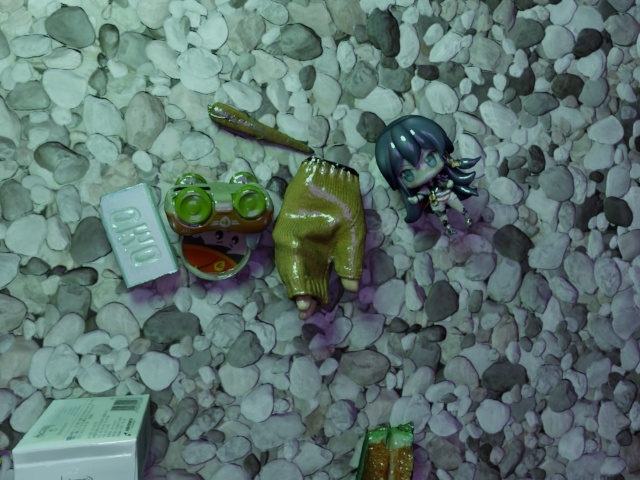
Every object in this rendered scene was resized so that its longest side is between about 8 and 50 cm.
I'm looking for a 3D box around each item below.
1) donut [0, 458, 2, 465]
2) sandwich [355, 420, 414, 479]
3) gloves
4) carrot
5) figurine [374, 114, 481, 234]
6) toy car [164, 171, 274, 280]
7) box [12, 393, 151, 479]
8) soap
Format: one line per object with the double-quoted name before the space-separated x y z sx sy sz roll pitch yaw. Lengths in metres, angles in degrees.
"donut" -0.684 0.477 1.218 0.038 0.067 0.083 35 52 -4
"sandwich" 0.129 0.559 1.307 0.109 0.212 0.292 12 102 3
"gloves" -0.004 -0.005 1.283 0.203 0.155 0.356 15 72 -18
"carrot" -0.128 -0.240 1.313 0.254 0.049 0.049 20 87 -15
"figurine" 0.228 -0.148 1.311 0.175 0.197 0.265 -32 117 -10
"toy car" -0.211 -0.024 1.265 0.235 0.145 0.235 -5 112 -12
"box" -0.437 0.391 1.141 0.203 0.274 0.116 -1 93 -12
"soap" -0.380 -0.011 1.252 0.114 0.063 0.198 -20 95 -9
